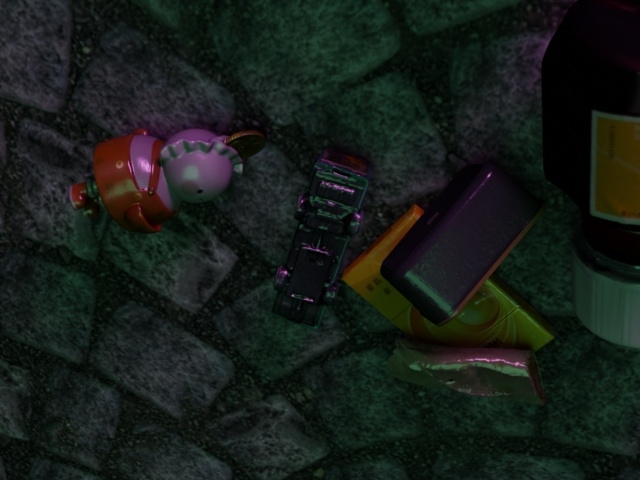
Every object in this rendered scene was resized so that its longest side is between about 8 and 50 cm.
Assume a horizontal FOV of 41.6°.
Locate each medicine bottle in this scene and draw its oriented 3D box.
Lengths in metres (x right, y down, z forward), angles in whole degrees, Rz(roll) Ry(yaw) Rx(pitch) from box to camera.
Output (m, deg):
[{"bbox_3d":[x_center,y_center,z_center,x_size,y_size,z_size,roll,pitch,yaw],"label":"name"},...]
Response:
[{"bbox_3d":[0.370,-0.071,0.962,0.243,0.242,0.395,1,132,12],"label":"medicine bottle"}]

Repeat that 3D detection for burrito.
[{"bbox_3d":[0.203,0.179,1.166,0.226,0.060,0.087,6,124,8],"label":"burrito"}]

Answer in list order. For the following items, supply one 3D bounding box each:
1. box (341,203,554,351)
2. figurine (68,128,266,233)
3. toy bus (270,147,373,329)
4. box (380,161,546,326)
[{"bbox_3d":[0.179,0.087,1.184,0.269,0.043,0.152,41,118,-11],"label":"box"},{"bbox_3d":[-0.206,-0.096,1.132,0.271,0.143,0.143,-31,109,4],"label":"figurine"},{"bbox_3d":[0.000,0.000,1.140,0.091,0.109,0.261,20,122,0],"label":"toy bus"},{"bbox_3d":[0.170,-0.001,1.051,0.090,0.144,0.201,41,90,-6],"label":"box"}]
